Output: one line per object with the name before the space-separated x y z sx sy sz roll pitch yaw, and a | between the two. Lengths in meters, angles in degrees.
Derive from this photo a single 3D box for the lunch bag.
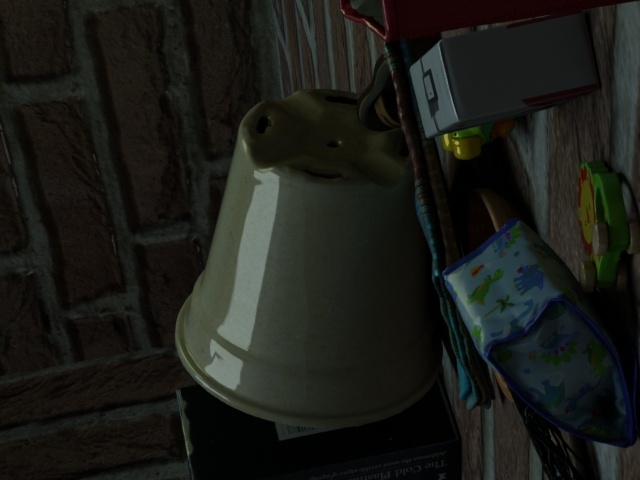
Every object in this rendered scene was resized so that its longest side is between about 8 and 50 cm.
lunch bag | 0.179 0.076 1.335 0.151 0.096 0.129 49 -169 -29

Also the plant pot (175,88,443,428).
plant pot | 0.000 0.000 2.104 0.334 0.334 0.305 -107 20 -54

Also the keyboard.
keyboard | 0.210 0.193 1.513 0.100 0.038 0.192 34 -149 -85

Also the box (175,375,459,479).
box | 0.003 0.326 2.347 0.312 0.343 0.179 85 172 -47

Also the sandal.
sandal | 0.096 -0.162 1.933 0.060 0.090 0.219 56 162 11

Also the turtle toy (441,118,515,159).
turtle toy | 0.135 -0.126 1.545 0.130 0.066 0.095 -122 23 -78

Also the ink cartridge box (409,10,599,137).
ink cartridge box | 0.134 -0.123 1.321 0.150 0.109 0.063 163 93 -85

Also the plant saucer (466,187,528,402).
plant saucer | 0.175 0.048 1.621 0.200 0.037 0.200 170 90 -85

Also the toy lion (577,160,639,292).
toy lion | 0.201 -0.017 1.266 0.100 0.034 0.096 91 175 -64

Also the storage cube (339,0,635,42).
storage cube | 0.103 -0.230 1.005 0.183 0.193 0.215 -122 23 -76

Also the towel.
towel | 0.117 -0.011 1.762 0.370 0.040 0.271 67 -170 -64
